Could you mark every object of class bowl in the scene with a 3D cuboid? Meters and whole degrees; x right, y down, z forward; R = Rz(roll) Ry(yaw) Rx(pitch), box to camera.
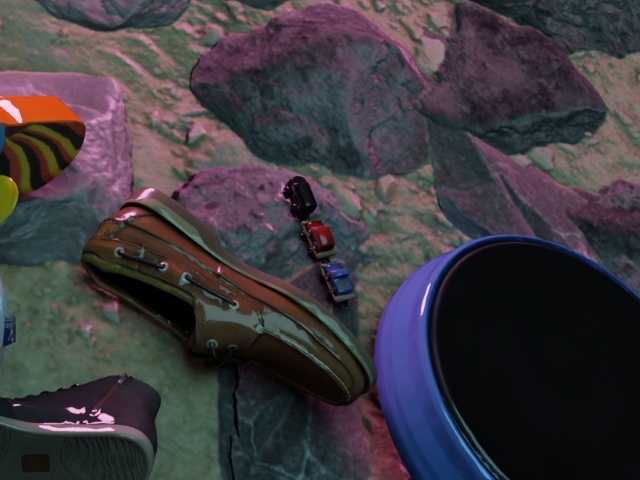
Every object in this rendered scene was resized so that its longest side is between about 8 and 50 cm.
[{"bbox_3d":[0.241,0.162,1.477,0.391,0.077,0.391,19,48,-22],"label":"bowl"}]

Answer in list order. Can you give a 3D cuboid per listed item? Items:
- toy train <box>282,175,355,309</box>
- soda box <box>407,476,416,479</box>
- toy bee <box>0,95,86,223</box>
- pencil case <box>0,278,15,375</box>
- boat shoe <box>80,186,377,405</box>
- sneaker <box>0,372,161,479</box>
[{"bbox_3d":[0.000,0.000,1.524,0.027,0.036,0.158,-11,66,-30],"label":"toy train"},{"bbox_3d":[0.053,0.283,1.363,0.169,0.053,0.060,-28,75,-35],"label":"soda box"},{"bbox_3d":[-0.377,-0.082,1.351,0.298,0.162,0.195,18,22,-30],"label":"toy bee"},{"bbox_3d":[-0.408,0.074,1.240,0.273,0.124,0.113,0,16,-26],"label":"pencil case"},{"bbox_3d":[-0.094,0.079,1.397,0.307,0.111,0.104,34,55,10],"label":"boat shoe"},{"bbox_3d":[-0.254,0.169,1.287,0.222,0.083,0.118,6,21,-2],"label":"sneaker"}]
